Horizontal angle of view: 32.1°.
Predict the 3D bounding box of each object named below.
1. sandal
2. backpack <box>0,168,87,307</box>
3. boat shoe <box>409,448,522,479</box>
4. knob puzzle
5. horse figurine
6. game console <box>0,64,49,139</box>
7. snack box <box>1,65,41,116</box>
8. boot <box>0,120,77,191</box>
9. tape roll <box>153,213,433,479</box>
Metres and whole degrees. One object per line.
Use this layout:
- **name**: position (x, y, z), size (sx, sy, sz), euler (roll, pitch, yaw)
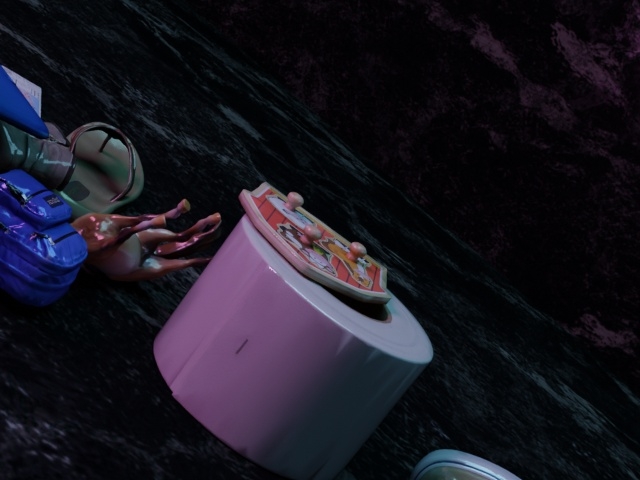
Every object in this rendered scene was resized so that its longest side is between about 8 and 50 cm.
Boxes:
- **sandal**: position (-0.271, -0.093, 1.379), size (0.120, 0.086, 0.303), euler (32, 15, -11)
- **backpack**: position (-0.278, 0.000, 1.035), size (0.120, 0.101, 0.098), euler (39, 20, 3)
- **boat shoe**: position (0.213, 0.335, 1.138), size (0.302, 0.109, 0.094), euler (41, 16, 5)
- **knob puzzle**: position (0.000, 0.000, 1.156), size (0.213, 0.030, 0.213), euler (35, 14, -10)
- **horse figurine**: position (-0.197, 0.000, 1.186), size (0.263, 0.174, 0.066), euler (22, 57, -68)
- **game console**: position (-0.459, -0.178, 1.116), size (0.293, 0.250, 0.173), euler (47, -20, 37)
- **snack box**: position (-0.408, -0.187, 1.494), size (0.064, 0.022, 0.178), euler (32, 14, -25)
- **boot**: position (-0.376, -0.139, 1.254), size (0.161, 0.083, 0.246), euler (16, 26, -42)
- **tape roll**: position (-0.027, 0.107, 1.157), size (0.246, 0.169, 0.246), euler (35, 13, -9)
